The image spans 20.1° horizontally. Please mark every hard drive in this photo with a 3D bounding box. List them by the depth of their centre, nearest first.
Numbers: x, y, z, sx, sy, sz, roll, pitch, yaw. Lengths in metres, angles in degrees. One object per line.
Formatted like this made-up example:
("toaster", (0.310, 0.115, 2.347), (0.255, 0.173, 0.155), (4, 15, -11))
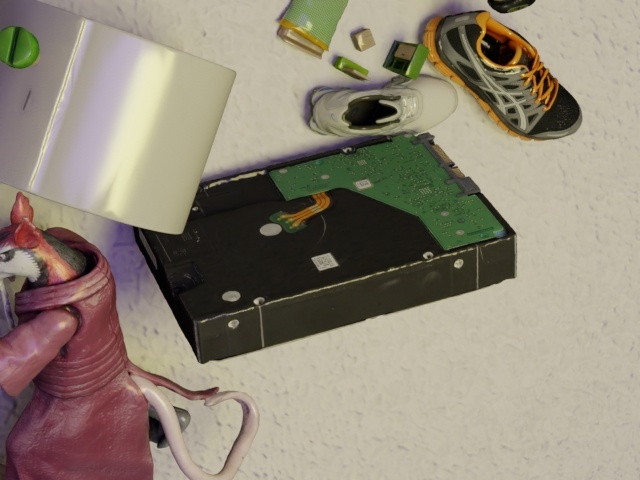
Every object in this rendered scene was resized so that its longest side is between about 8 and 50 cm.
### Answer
("hard drive", (0.000, 0.000, 1.835), (0.339, 0.237, 0.064), (-16, 126, -15))

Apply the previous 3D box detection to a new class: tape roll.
("tape roll", (-0.220, -0.122, 1.724), (0.246, 0.246, 0.169), (17, 95, -25))

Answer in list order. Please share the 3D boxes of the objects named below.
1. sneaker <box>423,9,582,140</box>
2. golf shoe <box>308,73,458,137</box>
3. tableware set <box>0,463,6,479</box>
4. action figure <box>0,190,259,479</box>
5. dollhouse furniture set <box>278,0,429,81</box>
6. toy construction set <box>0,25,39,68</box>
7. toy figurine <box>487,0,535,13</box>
("sneaker", (0.212, -0.179, 1.974), (0.215, 0.083, 0.084), (30, 61, -26))
("golf shoe", (0.079, -0.137, 1.936), (0.176, 0.086, 0.069), (-11, 103, -22))
("tableware set", (-0.392, 0.295, 1.853), (0.194, 0.039, 0.128), (-40, 125, -5))
("action figure", (-0.233, 0.117, 1.732), (0.275, 0.248, 0.370), (8, 135, 14))
("dollhouse furniture set", (0.035, -0.216, 1.915), (0.151, 0.058, 0.076), (25, 90, -26))
("toy construction set", (-0.352, -0.263, 1.506), (0.257, 0.237, 0.309), (-20, 85, 4))
("toy figurine", (0.178, -0.353, 1.866), (0.209, 0.213, 0.148), (-50, 124, -9))
